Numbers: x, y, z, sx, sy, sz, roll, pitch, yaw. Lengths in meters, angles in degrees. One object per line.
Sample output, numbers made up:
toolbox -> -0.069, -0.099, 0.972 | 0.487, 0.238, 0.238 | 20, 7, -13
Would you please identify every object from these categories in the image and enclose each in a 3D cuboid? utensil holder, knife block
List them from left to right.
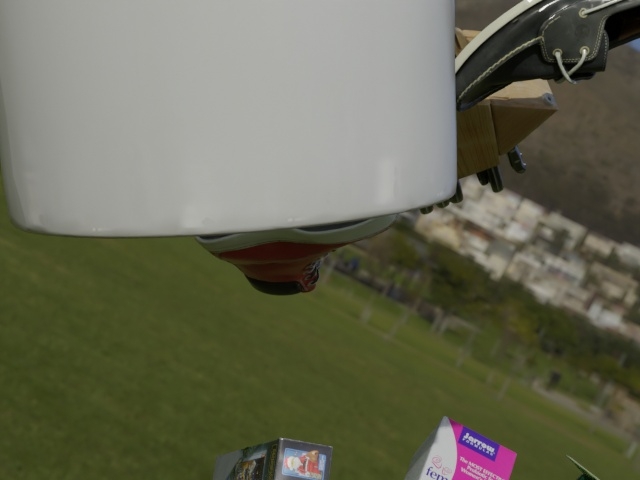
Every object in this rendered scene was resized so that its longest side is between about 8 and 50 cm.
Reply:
utensil holder -> -0.067, -0.212, 0.904 | 0.328, 0.385, 0.327 | -4, 8, 1
knife block -> 0.101, -0.106, 1.364 | 0.276, 0.242, 0.088 | -1, 62, -38

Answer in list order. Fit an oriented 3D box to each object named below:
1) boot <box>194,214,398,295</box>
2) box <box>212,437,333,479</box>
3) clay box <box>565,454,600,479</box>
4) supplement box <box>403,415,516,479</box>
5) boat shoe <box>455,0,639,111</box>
boot -> 0.000, 0.000, 1.574 | 0.244, 0.088, 0.176 | -8, -31, 26
box -> -0.052, 0.273, 1.033 | 0.044, 0.233, 0.159 | 14, -17, -19
clay box -> 0.241, 0.254, 0.975 | 0.222, 0.053, 0.127 | 50, -7, -29
supplement box -> 0.152, 0.350, 1.730 | 0.111, 0.220, 0.114 | 27, -44, 0
boat shoe -> 0.206, -0.170, 1.153 | 0.079, 0.233, 0.084 | 60, -2, 17
